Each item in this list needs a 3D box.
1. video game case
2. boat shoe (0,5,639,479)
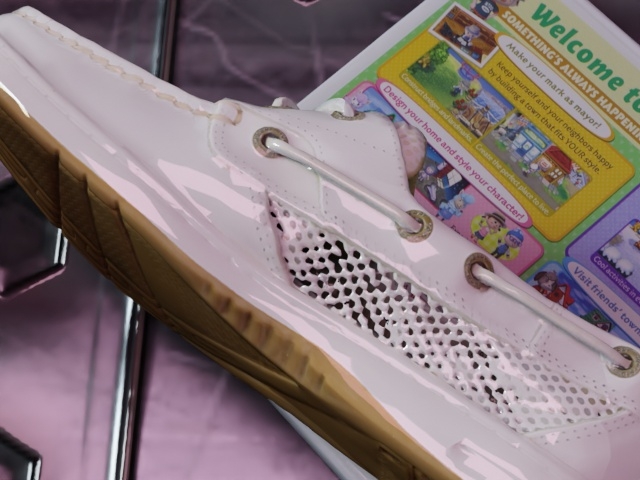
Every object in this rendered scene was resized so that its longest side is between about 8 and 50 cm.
[{"bbox_3d":[0.072,0.014,0.576,0.193,0.023,0.212,-40,69,-11],"label":"video game case"},{"bbox_3d":[0.000,0.000,0.526,0.277,0.098,0.096,37,74,9],"label":"boat shoe"}]
